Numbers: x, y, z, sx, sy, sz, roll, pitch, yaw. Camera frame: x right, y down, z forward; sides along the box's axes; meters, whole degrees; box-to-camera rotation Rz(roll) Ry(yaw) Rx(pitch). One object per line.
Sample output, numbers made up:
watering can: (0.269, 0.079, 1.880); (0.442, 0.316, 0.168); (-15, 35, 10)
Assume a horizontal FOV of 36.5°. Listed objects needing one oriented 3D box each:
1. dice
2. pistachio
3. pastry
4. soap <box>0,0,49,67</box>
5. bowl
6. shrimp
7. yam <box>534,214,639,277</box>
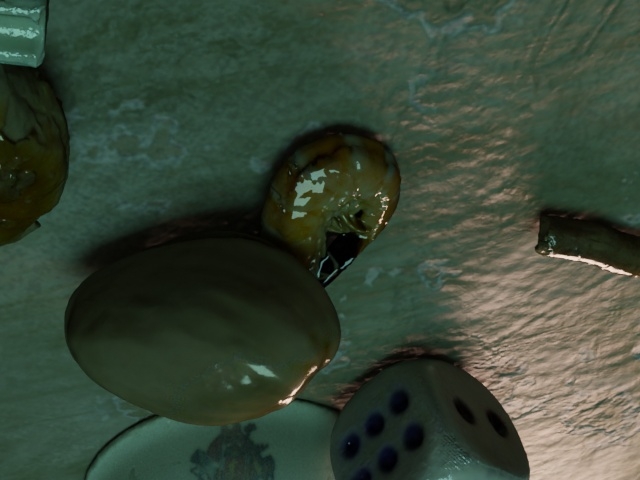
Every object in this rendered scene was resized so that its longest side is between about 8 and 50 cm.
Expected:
dice: (0.141, 0.282, 1.265); (0.192, 0.194, 0.193); (30, 119, -36)
pistachio: (-0.122, 0.086, 0.997); (0.288, 0.197, 0.166); (8, -178, 12)
pastry: (-0.337, -0.070, 0.838); (0.235, 0.121, 0.257); (-24, 146, 18)
soap: (-0.308, -0.194, 0.739); (0.198, 0.115, 0.063); (2, 135, -15)
bowl: (-0.111, 0.423, 1.363); (0.434, 0.196, 0.435); (-7, 137, -7)
shrimp: (0.000, 0.000, 1.054); (0.152, 0.063, 0.287); (-3, 136, -25)
yam: (0.352, 0.013, 1.147); (0.241, 0.057, 0.057); (11, 132, -25)
